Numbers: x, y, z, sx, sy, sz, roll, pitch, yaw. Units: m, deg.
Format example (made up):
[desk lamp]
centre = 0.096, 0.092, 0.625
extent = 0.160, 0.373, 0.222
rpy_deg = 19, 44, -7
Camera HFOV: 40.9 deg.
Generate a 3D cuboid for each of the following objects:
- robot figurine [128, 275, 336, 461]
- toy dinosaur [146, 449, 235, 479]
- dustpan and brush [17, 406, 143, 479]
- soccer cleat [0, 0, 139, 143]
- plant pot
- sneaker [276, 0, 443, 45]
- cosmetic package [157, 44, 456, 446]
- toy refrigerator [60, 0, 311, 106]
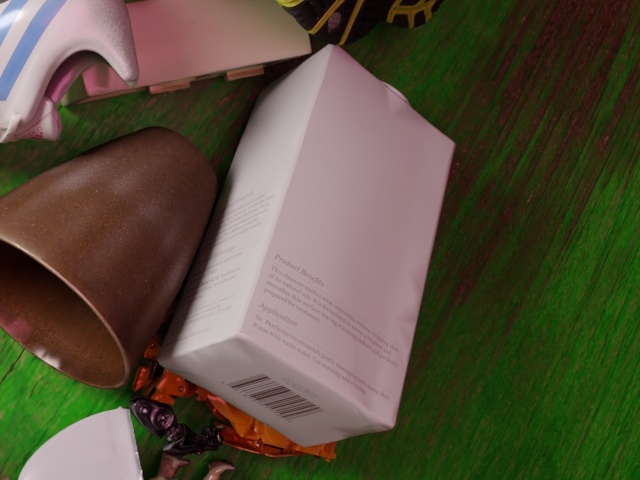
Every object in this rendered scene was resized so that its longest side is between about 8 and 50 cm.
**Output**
[robot figurine]
centre = -0.090, 0.157, 1.006
extent = 0.291, 0.085, 0.211
rpy_deg = 23, 79, -30
[toy dinosaur]
centre = -0.144, 0.357, 0.962
extent = 0.295, 0.127, 0.201
rpy_deg = 15, 90, -25
[dustpan and brush]
centre = -0.288, 0.267, 0.878
extent = 0.211, 0.060, 0.147
rpy_deg = -10, 60, -16
[soccer cleat]
centre = -0.322, -0.134, 0.778
extent = 0.331, 0.116, 0.143
rpy_deg = -25, 99, -1
[plant pot]
centre = -0.212, -0.007, 0.873
extent = 0.215, 0.215, 0.230
rpy_deg = 52, 53, -22
[sneaker]
centre = 0.024, -0.317, 0.970
extent = 0.384, 0.147, 0.145
rpy_deg = -19, 143, -61
[cosmetic package]
centre = 0.000, 0.000, 0.950
extent = 0.217, 0.156, 0.385
rpy_deg = 36, 52, -26
[toy refrigerator]
centre = -0.152, -0.215, 0.947
extent = 0.269, 0.102, 0.094
rpy_deg = -19, 101, -30
